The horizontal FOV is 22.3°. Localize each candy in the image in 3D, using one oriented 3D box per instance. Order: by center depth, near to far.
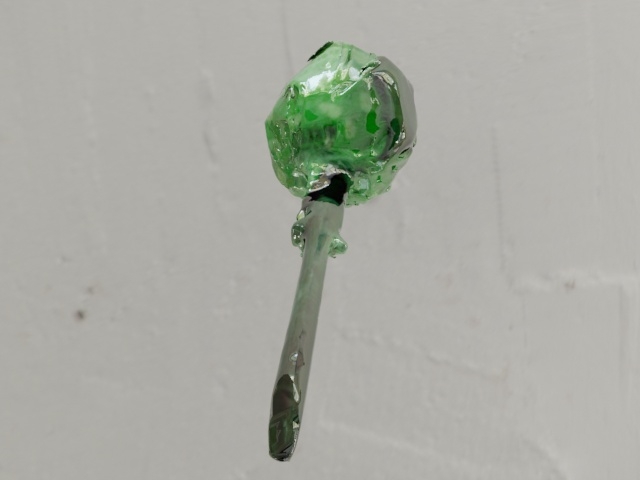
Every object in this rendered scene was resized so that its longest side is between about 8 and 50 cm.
[{"bbox_3d":[-0.002,0.001,0.884,0.097,0.323,0.097,4,-52,6],"label":"candy"}]
